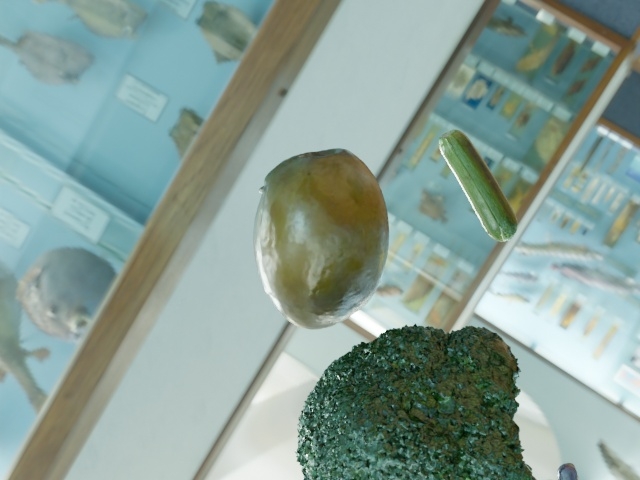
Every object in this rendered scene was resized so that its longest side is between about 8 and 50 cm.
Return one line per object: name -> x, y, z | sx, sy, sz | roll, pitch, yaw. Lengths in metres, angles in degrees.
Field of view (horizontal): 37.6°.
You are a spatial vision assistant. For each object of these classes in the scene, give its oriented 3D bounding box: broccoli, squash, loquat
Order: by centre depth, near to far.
broccoli -> 0.110, 0.234, 1.045 | 0.275, 0.308, 0.308 | 32, -174, -33
loquat -> 0.000, 0.000, 1.160 | 0.179, 0.228, 0.179 | 0, -165, 0
squash -> 0.289, -0.099, 1.712 | 0.229, 0.066, 0.066 | 58, -175, -9

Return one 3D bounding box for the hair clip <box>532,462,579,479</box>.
hair clip -> 0.318, 0.397, 1.102 | 0.090, 0.137, 0.278 | -81, -30, -70
